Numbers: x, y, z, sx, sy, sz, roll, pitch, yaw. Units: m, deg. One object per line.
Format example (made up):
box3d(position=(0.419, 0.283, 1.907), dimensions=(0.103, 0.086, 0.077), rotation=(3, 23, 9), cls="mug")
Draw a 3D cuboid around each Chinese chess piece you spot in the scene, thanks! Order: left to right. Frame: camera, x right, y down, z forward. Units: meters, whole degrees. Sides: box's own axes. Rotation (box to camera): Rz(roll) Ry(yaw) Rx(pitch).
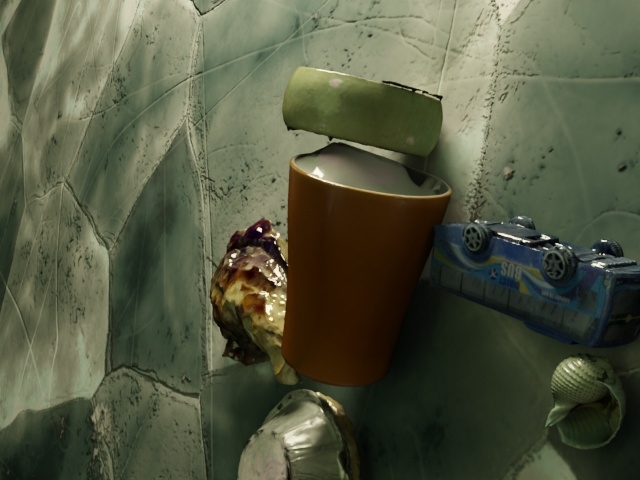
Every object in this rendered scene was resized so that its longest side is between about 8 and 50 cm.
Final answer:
box3d(position=(0.048, -0.148, 0.984), dimensions=(0.188, 0.189, 0.083), rotation=(25, 103, 53), cls="Chinese chess piece")

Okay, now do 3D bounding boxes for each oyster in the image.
box3d(position=(-0.099, 0.086, 1.199), dimensions=(0.271, 0.101, 0.275), rotation=(140, 126, -61), cls="oyster")

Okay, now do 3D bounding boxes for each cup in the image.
box3d(position=(0.040, 0.017, 0.982), dimensions=(0.226, 0.183, 0.263), rotation=(-74, -5, -73), cls="cup")

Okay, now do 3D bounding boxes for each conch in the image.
box3d(position=(0.242, 0.142, 0.756), dimensions=(0.076, 0.057, 0.085), rotation=(41, 136, 29), cls="conch")

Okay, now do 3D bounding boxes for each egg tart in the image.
box3d(position=(-0.040, 0.303, 1.061), dimensions=(0.234, 0.094, 0.234), rotation=(-19, 66, 52), cls="egg tart")

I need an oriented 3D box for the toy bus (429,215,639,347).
box3d(position=(0.209, 0.034, 0.820), dimensions=(0.236, 0.079, 0.094), rotation=(22, 115, 54), cls="toy bus")
